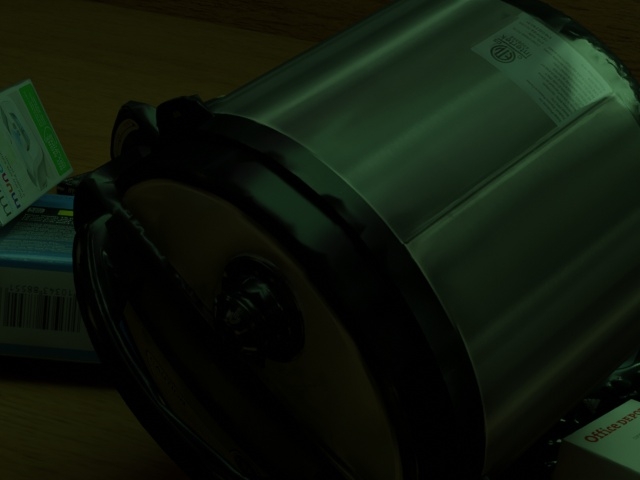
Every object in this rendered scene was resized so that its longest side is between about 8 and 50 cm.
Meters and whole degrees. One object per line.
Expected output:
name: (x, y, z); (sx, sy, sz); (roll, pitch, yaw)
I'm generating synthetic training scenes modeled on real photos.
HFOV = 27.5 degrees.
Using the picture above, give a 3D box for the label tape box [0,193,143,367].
label tape box: (-0.220, 0.036, 1.384); (0.241, 0.106, 0.333); (5, 11, -5)

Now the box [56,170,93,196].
box: (-0.321, -0.076, 1.845); (0.067, 0.018, 0.083); (15, 19, 22)

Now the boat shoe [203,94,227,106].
boat shoe: (-0.028, -0.037, 1.569); (0.156, 0.186, 0.500); (-20, 37, -35)

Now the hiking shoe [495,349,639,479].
hiking shoe: (0.249, 0.140, 1.248); (0.304, 0.113, 0.132); (-4, 21, -31)

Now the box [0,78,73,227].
box: (-0.431, -0.050, 1.387); (0.262, 0.126, 0.231); (-20, 13, 14)

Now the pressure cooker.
pressure cooker: (0.029, 0.028, 1.018); (0.420, 0.375, 0.370); (-35, 32, -32)

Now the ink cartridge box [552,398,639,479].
ink cartridge box: (0.307, 0.216, 1.092); (0.191, 0.082, 0.140); (22, 23, 34)
